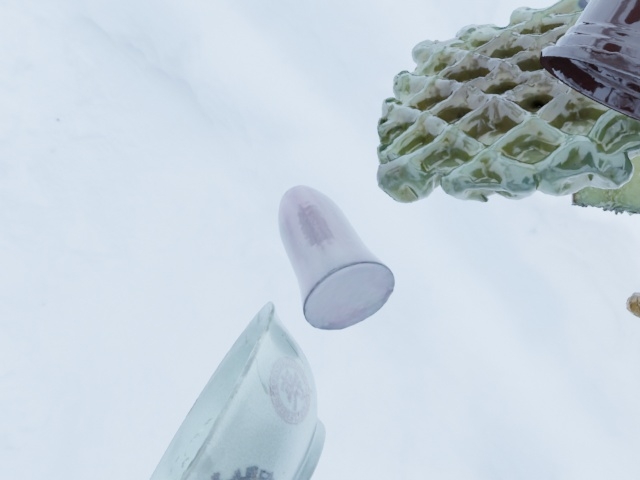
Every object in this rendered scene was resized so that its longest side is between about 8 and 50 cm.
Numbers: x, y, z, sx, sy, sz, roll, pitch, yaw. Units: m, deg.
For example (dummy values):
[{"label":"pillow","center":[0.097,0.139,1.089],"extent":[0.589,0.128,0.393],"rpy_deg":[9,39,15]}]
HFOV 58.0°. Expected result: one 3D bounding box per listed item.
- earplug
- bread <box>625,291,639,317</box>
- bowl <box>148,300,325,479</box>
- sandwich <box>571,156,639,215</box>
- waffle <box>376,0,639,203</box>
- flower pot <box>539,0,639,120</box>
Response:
[{"label":"earplug","center":[0.000,0.000,1.096],"extent":[0.172,0.172,0.301],"rpy_deg":[-25,49,-3]},{"label":"bread","center":[0.595,0.129,0.964],"extent":[0.157,0.052,0.044],"rpy_deg":[22,120,23]},{"label":"bowl","center":[-0.118,0.334,0.950],"extent":[0.196,0.435,0.435],"rpy_deg":[34,86,-6]},{"label":"sandwich","center":[0.398,-0.150,0.749],"extent":[0.122,0.128,0.236],"rpy_deg":[4,98,41]},{"label":"waffle","center":[0.190,-0.134,0.504],"extent":[0.291,0.309,0.056],"rpy_deg":[-6,128,25]},{"label":"flower pot","center":[0.182,-0.111,0.290],"extent":[0.111,0.111,0.089],"rpy_deg":[26,103,0]}]
